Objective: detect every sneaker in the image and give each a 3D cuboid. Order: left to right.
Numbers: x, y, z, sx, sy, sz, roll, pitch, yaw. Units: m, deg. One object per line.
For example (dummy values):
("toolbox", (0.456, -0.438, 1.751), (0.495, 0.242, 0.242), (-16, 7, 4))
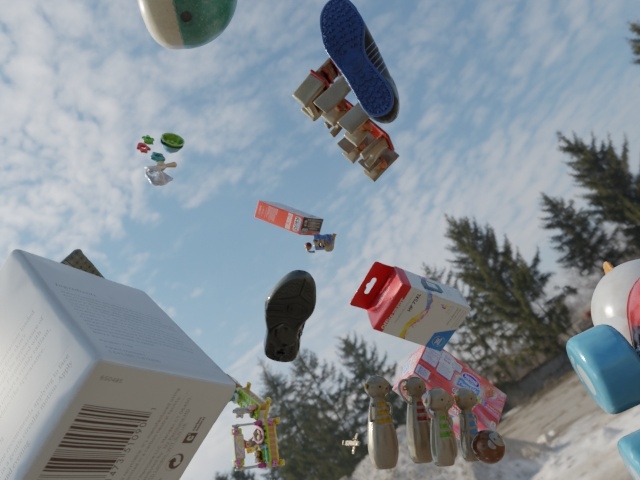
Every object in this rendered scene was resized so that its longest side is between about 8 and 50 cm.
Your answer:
("sneaker", (-0.056, 0.109, 1.017), (0.087, 0.130, 0.227), (7, -45, -4))
("sneaker", (0.070, -0.306, 0.973), (0.082, 0.232, 0.090), (-24, -9, 15))

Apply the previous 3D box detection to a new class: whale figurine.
("whale figurine", (-0.193, -0.409, 0.781), (0.141, 0.216, 0.271), (-8, -50, -8))

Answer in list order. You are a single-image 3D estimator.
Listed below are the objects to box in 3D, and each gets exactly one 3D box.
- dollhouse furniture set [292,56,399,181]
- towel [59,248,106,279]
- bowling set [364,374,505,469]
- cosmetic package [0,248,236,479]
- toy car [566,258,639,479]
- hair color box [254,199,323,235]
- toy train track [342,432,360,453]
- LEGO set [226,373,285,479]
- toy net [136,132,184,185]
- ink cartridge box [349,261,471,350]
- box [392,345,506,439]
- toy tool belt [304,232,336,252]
("dollhouse furniture set", (0.071, -0.293, 1.273), (0.135, 0.259, 0.262), (-45, -23, 0))
("towel", (-0.650, 0.228, 1.432), (0.312, 0.056, 0.324), (-56, -37, -33))
("bowling set", (0.228, 0.311, 0.986), (0.200, 0.154, 0.287), (-17, -22, 35))
("cosmetic package", (-0.208, 0.128, 0.487), (0.151, 0.184, 0.151), (-57, -39, 1))
("toy car", (0.356, 0.100, 0.559), (0.219, 0.210, 0.238), (-29, 7, 8))
("hair color box", (-0.087, -0.061, 1.532), (0.093, 0.167, 0.053), (3, -76, -54))
("toy train track", (0.071, 0.492, 1.359), (0.014, 0.048, 0.083), (23, -26, -18))
("LEGO set", (-0.167, 0.384, 1.159), (0.107, 0.287, 0.132), (8, -48, -40))
("toy net", (-0.453, -0.235, 1.553), (0.122, 0.232, 0.045), (18, -55, -18))
("ink cartridge box", (0.198, 0.148, 1.251), (0.231, 0.078, 0.134), (20, -66, -18))
("box", (0.399, 0.470, 1.732), (0.154, 0.300, 0.142), (-52, -4, -42))
("toy tool belt", (0.000, 0.000, 1.493), (0.083, 0.052, 0.051), (-4, -43, -13))
